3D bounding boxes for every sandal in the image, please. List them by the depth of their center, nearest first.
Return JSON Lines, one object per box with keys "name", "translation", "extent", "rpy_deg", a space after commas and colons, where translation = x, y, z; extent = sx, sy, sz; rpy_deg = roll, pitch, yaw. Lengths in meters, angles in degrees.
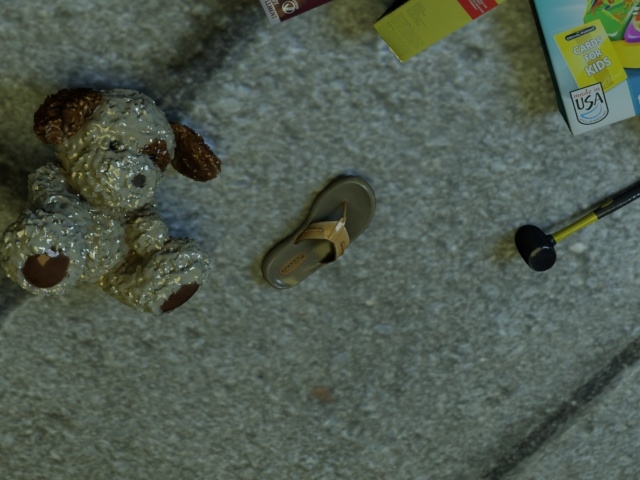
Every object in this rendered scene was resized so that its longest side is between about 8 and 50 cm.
{"name": "sandal", "translation": [0.000, 0.000, 1.698], "extent": [0.072, 0.049, 0.180], "rpy_deg": [38, 110, -21]}

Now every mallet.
{"name": "mallet", "translation": [0.318, -0.030, 1.714], "extent": [0.190, 0.062, 0.039], "rpy_deg": [-33, 118, -3]}

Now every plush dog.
{"name": "plush dog", "translation": [-0.242, -0.062, 1.601], "extent": [0.262, 0.211, 0.225], "rpy_deg": [15, 105, -43]}

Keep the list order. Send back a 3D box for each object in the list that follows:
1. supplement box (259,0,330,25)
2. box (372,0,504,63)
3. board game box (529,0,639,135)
{"name": "supplement box", "translation": [0.031, -0.334, 1.502], "extent": [0.239, 0.073, 0.130], "rpy_deg": [-22, 117, 8]}
{"name": "box", "translation": [0.162, -0.269, 1.479], "extent": [0.232, 0.087, 0.058], "rpy_deg": [-26, 109, 42]}
{"name": "board game box", "translation": [0.342, -0.307, 1.533], "extent": [0.254, 0.079, 0.336], "rpy_deg": [-19, 119, 7]}
